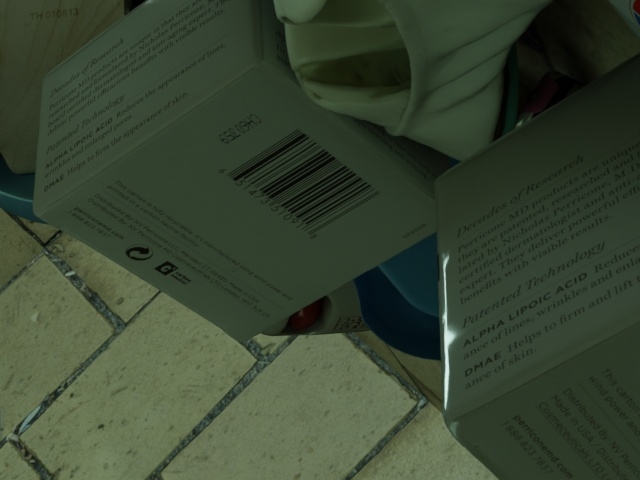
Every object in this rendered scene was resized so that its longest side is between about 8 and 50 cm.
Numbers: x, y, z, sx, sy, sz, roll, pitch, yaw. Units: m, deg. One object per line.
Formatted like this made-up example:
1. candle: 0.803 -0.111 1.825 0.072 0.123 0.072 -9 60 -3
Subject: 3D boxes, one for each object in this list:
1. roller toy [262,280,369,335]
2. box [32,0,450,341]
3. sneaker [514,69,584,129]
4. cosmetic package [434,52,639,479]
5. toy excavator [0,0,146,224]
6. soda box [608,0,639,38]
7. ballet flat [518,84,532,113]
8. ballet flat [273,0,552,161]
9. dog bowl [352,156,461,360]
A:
1. roller toy: 0.000 0.000 1.564 0.191 0.146 0.209 -130 41 -67
2. box: -0.045 -0.057 0.950 0.181 0.182 0.119 36 -144 -37
3. sneaker: 0.162 -0.038 0.940 0.075 0.063 0.170 31 164 31
4. cosmetic package: 0.154 0.034 0.705 0.151 0.151 0.183 47 -156 -26
5. toy excavator: -0.171 -0.165 1.260 0.445 0.222 0.433 80 -178 -62
6. soda box: 0.176 -0.070 0.569 0.216 0.074 0.069 47 173 -14
7. ballet flat: 0.139 -0.002 1.062 0.073 0.080 0.232 -86 -25 -46
8. ballet flat: 0.040 -0.122 0.773 0.139 0.139 0.400 45 173 5
9. dog bowl: 0.062 -0.041 1.125 0.297 0.166 0.074 49 -165 -31
